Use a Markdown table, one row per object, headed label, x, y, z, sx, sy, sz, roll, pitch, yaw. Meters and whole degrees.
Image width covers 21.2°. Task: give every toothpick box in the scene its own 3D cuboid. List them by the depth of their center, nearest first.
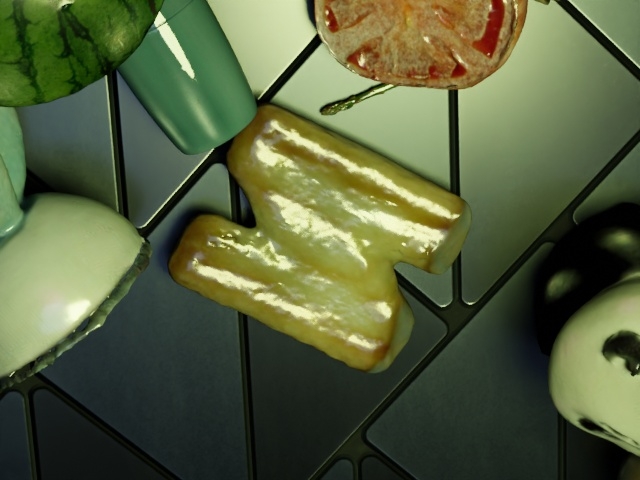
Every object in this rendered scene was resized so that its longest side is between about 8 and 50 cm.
| label | x | y | z | sx | sy | sz | roll | pitch | yaw |
| --- | --- | --- | --- | --- | --- | --- | --- | --- | --- |
| toothpick box | -0.147 | -0.185 | 1.795 | 0.120 | 0.120 | 0.184 | -31 | 113 | 3 |

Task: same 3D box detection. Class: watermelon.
| label | x | y | z | sx | sy | sz | roll | pitch | yaw |
| --- | --- | --- | --- | --- | --- | --- | --- | --- | --- |
| watermelon | -0.320 | -0.298 | 1.655 | 0.331 | 0.189 | 0.331 | -3 | 76 | 11 |

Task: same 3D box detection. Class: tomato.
| label | x | y | z | sx | sy | sz | roll | pitch | yaw |
| --- | --- | --- | --- | --- | --- | --- | --- | --- | --- |
| tomato | 0.108 | -0.267 | 1.792 | 0.237 | 0.095 | 0.236 | 10 | 118 | 19 |

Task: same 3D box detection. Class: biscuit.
| label | x | y | z | sx | sy | sz | roll | pitch | yaw |
| --- | --- | --- | --- | --- | --- | --- | --- | --- | --- |
| biscuit | 0.000 | 0.000 | 1.903 | 0.291 | 0.062 | 0.237 | 24 | 104 | -14 |

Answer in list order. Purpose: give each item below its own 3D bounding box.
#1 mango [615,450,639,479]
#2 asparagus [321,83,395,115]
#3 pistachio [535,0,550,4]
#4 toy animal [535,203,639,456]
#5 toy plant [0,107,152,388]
| label | x | y | z | sx | sy | sz | roll | pitch | yaw |
| --- | --- | --- | --- | --- | --- | --- | --- | --- | --- |
| mango | 0.472 | 0.303 | 2.022 | 0.287 | 0.152 | 0.201 | 32 | 112 | -14 |
| asparagus | 0.077 | -0.171 | 1.884 | 0.166 | 0.013 | 0.016 | -23 | 151 | 1 |
| pistachio | 0.231 | -0.338 | 1.794 | 0.108 | 0.126 | 0.185 | -9 | 120 | 16 |
| toy animal | 0.360 | 0.110 | 1.859 | 0.251 | 0.310 | 0.251 | -3 | 110 | -8 |
| toy plant | -0.364 | -0.037 | 1.762 | 0.247 | 0.247 | 0.332 | -40 | 106 | 6 |
